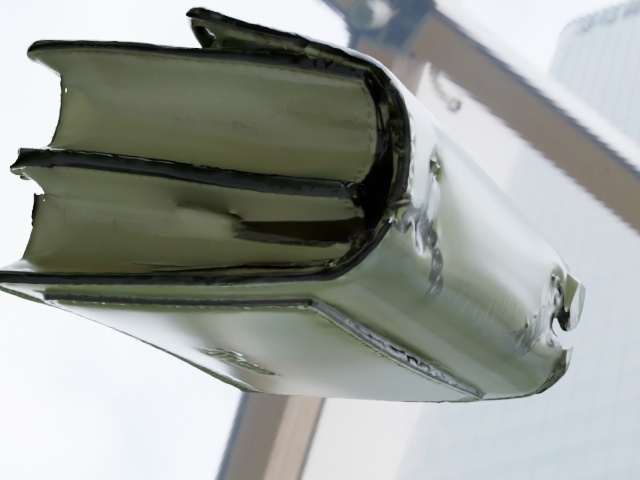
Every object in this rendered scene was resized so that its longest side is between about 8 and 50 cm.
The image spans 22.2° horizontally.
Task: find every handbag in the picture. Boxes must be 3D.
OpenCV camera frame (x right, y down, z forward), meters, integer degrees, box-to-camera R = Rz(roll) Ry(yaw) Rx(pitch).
[{"bbox_3d":[0.000,0.000,0.966,0.236,0.358,0.160,6,-102,24],"label":"handbag"}]
